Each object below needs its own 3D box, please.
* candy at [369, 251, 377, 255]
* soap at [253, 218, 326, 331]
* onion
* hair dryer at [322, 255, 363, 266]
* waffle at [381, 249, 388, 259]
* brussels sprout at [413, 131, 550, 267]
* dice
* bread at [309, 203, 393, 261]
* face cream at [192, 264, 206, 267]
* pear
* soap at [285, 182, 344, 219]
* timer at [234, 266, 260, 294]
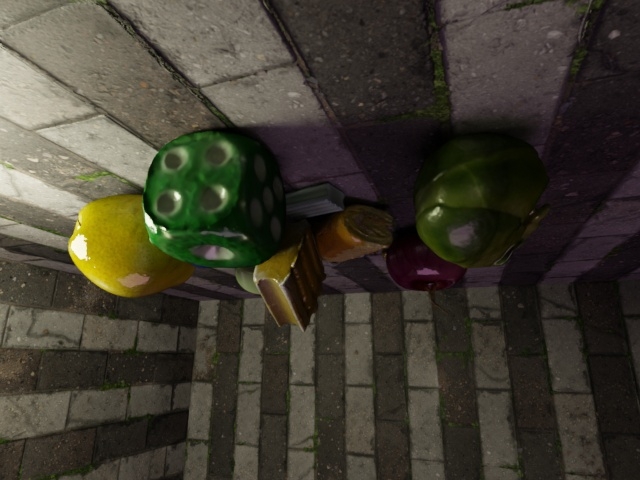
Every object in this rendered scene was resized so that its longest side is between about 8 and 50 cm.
[{"bbox_3d":[0.221,0.022,1.864,0.110,0.085,0.095,19,164,-22],"label":"candy"},{"bbox_3d":[-0.099,0.129,1.474,0.155,0.294,0.335,7,144,19],"label":"soap"},{"bbox_3d":[0.461,0.110,1.784,0.358,0.345,0.358,24,149,15],"label":"onion"},{"bbox_3d":[0.132,0.063,1.992,0.357,0.108,0.173,-4,-178,-30],"label":"hair dryer"},{"bbox_3d":[0.458,0.079,2.099,0.290,0.051,0.291,2,163,0],"label":"waffle"},{"bbox_3d":[0.394,-0.097,1.059,0.314,0.276,0.372,-12,135,-7],"label":"brussels sprout"},{"bbox_3d":[-0.273,-0.102,1.085,0.296,0.300,0.287,-3,160,14],"label":"dice"},{"bbox_3d":[0.085,-0.021,1.574,0.236,0.165,0.375,11,162,-24],"label":"bread"},{"bbox_3d":[-0.328,-0.037,1.374,0.224,0.249,0.249,-8,162,23],"label":"face cream"},{"bbox_3d":[-0.623,0.018,1.386,0.418,0.363,0.362,17,157,-40],"label":"pear"},{"bbox_3d":[-0.030,-0.130,1.375,0.197,0.067,0.119,-10,160,32],"label":"soap"},{"bbox_3d":[-0.244,0.022,1.647,0.290,0.291,0.315,-2,140,7],"label":"timer"}]
